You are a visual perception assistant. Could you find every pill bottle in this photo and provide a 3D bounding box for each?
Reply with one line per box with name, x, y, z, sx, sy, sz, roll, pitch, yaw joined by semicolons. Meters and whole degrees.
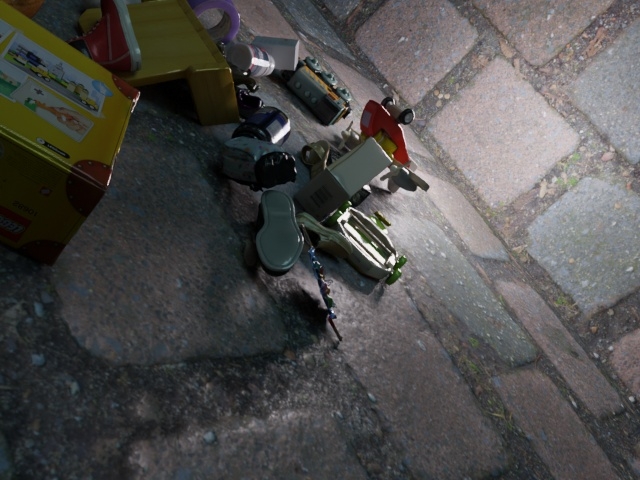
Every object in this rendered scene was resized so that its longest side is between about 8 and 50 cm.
pill bottle;-0.244;-0.642;2.308;0.108;0.108;0.180;51;24;11
pill bottle;-0.176;-0.287;1.816;0.123;0.123;0.219;43;37;-7

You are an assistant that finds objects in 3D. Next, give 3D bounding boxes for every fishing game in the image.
fishing game;0.012;0.101;1.524;0.189;0.041;0.264;68;4;-58

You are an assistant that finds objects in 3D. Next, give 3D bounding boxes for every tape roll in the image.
tape roll;-0.371;-0.742;2.162;0.189;0.189;0.080;17;38;-47

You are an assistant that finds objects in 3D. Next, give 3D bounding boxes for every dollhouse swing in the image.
dollhouse swing;-0.444;-0.473;1.781;0.346;0.305;0.315;57;-15;25

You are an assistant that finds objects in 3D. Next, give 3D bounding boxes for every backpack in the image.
backpack;-0.168;-0.198;1.649;0.182;0.115;0.152;18;21;34

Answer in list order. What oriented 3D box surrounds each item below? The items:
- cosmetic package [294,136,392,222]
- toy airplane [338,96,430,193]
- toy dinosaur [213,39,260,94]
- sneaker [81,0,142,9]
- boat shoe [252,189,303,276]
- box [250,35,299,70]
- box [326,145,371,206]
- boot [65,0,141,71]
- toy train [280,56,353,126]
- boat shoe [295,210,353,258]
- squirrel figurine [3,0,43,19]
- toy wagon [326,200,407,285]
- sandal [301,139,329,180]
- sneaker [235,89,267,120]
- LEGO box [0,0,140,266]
cosmetic package;0.073;-0.186;1.939;0.113;0.160;0.309;51;37;-3
toy airplane;0.234;-0.313;2.433;0.384;0.272;0.386;56;-12;-2
toy dinosaur;-0.289;-0.513;2.027;0.160;0.121;0.313;19;28;-32
sneaker;-0.551;-0.665;1.854;0.169;0.108;0.292;39;23;-8
boat shoe;-0.104;-0.003;1.537;0.115;0.091;0.302;10;36;-7
box;-0.173;-0.715;2.459;0.171;0.090;0.130;6;29;2
box;0.073;-0.219;2.181;0.180;0.077;0.147;31;28;-28
boot;-0.551;-0.507;1.566;0.176;0.088;0.244;-11;61;-24
toy train;-0.014;-0.604;2.594;0.334;0.142;0.190;44;33;-2
boat shoe;0.000;0.000;1.752;0.190;0.068;0.072;31;38;-8
squirrel figurine;-0.723;-0.635;1.350;0.370;0.281;0.397;43;26;-22
toy wagon;0.150;-0.005;1.981;0.267;0.068;0.344;45;23;-2
sandal;-0.025;-0.281;2.112;0.079;0.088;0.240;38;29;-31
sneaker;-0.184;-0.392;1.999;0.224;0.098;0.083;23;73;-29
LEGO box;-0.577;-0.241;1.035;0.500;0.193;0.372;33;27;-26
